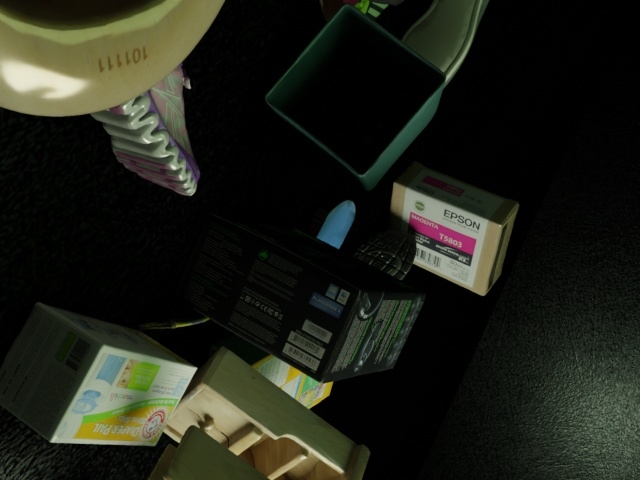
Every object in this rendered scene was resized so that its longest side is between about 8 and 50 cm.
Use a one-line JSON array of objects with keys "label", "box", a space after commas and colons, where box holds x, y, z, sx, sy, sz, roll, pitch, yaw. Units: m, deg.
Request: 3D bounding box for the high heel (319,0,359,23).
[{"label": "high heel", "box": [0.014, -0.366, 0.909, 0.244, 0.082, 0.117, 70, 40, -74]}]

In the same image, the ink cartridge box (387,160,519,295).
[{"label": "ink cartridge box", "box": [0.255, -0.024, 1.526, 0.088, 0.235, 0.193, -44, 149, -38]}]

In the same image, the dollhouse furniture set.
[{"label": "dollhouse furniture set", "box": [-0.137, 0.375, 0.953, 0.362, 0.256, 0.394, -45, -169, 41]}]

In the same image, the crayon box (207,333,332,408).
[{"label": "crayon box", "box": [-0.076, 0.227, 1.301, 0.323, 0.083, 0.203, -21, 132, -55]}]

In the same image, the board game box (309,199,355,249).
[{"label": "board game box", "box": [0.000, 0.000, 1.295, 0.168, 0.033, 0.133, -63, 161, 11]}]

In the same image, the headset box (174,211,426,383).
[{"label": "headset box", "box": [-0.014, 0.078, 1.082, 0.283, 0.246, 0.131, 11, 104, -64]}]

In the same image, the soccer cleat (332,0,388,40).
[{"label": "soccer cleat", "box": [0.073, -0.344, 1.081, 0.179, 0.060, 0.072, -46, 160, -21]}]

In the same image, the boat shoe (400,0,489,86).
[{"label": "boat shoe", "box": [0.221, -0.352, 1.288, 0.319, 0.116, 0.099, -65, 152, -9]}]

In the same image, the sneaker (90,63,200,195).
[{"label": "sneaker", "box": [-0.168, -0.136, 0.767, 0.104, 0.095, 0.236, -62, 156, -22]}]

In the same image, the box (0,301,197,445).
[{"label": "box", "box": [-0.249, 0.158, 0.868, 0.114, 0.103, 0.203, -62, 155, -4]}]

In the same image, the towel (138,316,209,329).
[{"label": "towel", "box": [-0.189, 0.107, 0.997, 0.083, 0.060, 0.009, -2, 86, -62]}]

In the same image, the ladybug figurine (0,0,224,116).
[{"label": "ladybug figurine", "box": [-0.182, -0.291, 0.453, 0.305, 0.162, 0.449, -24, 140, -29]}]

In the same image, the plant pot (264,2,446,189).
[{"label": "plant pot", "box": [0.057, -0.172, 1.060, 0.165, 0.165, 0.234, -50, 169, -2]}]

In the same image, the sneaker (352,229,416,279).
[{"label": "sneaker", "box": [0.091, 0.102, 1.513, 0.286, 0.109, 0.130, -52, 164, -8]}]

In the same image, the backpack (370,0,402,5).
[{"label": "backpack", "box": [0.022, -0.434, 0.635, 0.273, 0.290, 0.355, 159, -47, -74]}]
